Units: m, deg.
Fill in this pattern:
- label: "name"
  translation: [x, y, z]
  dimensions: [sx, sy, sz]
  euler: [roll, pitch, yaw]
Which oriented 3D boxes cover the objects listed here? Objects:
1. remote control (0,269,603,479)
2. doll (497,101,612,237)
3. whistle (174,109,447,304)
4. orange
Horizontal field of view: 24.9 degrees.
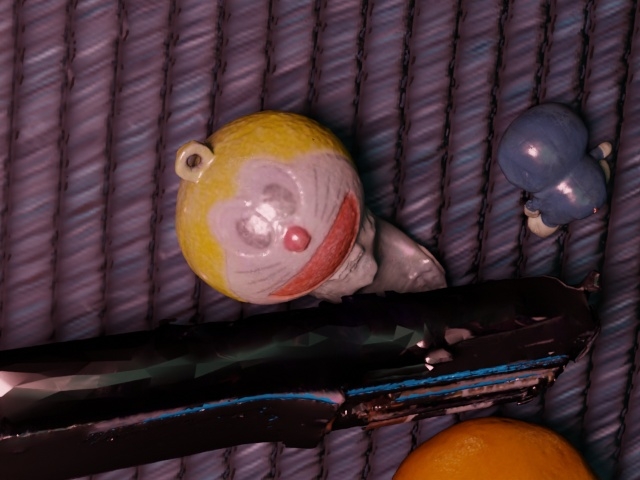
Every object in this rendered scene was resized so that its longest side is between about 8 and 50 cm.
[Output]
- label: "remote control"
  translation: [-0.022, 0.090, 0.890]
  dimensions: [0.399, 0.144, 0.062]
  euler: [-8, 64, -14]
- label: "doll"
  translation: [0.157, -0.052, 0.952]
  dimensions: [0.076, 0.050, 0.083]
  euler: [-41, 107, -9]
- label: "whistle"
  translation: [0.000, 0.000, 0.889]
  dimensions: [0.223, 0.123, 0.123]
  euler: [32, 91, -33]
- label: "orange"
  translation: [0.117, 0.193, 0.941]
  dimensions: [0.159, 0.136, 0.158]
  euler: [-3, 105, -13]
